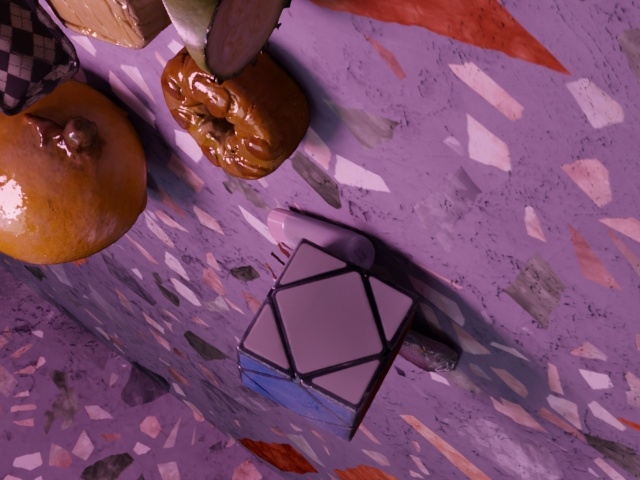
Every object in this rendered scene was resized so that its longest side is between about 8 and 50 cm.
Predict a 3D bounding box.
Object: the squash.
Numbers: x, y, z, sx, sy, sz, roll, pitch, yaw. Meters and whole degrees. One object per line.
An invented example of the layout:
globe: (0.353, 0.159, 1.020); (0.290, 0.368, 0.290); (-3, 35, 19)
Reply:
squash: (-0.177, -0.321, 1.436); (0.260, 0.189, 0.189); (31, 158, 15)

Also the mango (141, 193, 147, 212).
mango: (-0.424, -0.131, 2.385); (0.227, 0.109, 0.147); (44, 136, -5)

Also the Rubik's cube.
Rubik's cube: (0.008, 0.152, 1.878); (0.205, 0.207, 0.205); (26, 162, 8)

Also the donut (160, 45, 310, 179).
donut: (-0.118, -0.186, 1.704); (0.226, 0.114, 0.226); (36, 160, 16)

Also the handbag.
handbag: (-0.557, -0.407, 1.829); (0.416, 0.180, 0.317); (46, 173, 40)

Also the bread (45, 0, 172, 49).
bread: (-0.289, -0.344, 1.706); (0.236, 0.106, 0.140); (22, 151, 42)

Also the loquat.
loquat: (-0.452, -0.130, 2.147); (0.328, 0.328, 0.359); (44, 148, -5)

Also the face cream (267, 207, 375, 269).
face cream: (0.000, 0.000, 1.950); (0.198, 0.057, 0.084); (21, 154, 48)

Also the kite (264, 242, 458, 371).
kite: (0.066, 0.124, 2.051); (0.360, 0.022, 0.204); (32, 162, 0)
